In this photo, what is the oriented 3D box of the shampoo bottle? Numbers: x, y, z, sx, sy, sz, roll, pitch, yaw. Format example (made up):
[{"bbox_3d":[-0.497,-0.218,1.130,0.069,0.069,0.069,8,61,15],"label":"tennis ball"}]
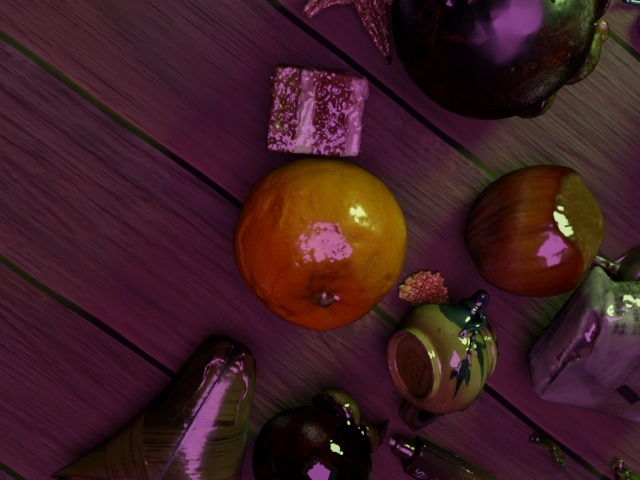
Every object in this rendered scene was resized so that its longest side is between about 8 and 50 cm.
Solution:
[{"bbox_3d":[0.191,0.371,1.828,0.236,0.067,0.068,30,106,-9],"label":"shampoo bottle"}]

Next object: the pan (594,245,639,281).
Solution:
[{"bbox_3d":[0.503,0.074,1.805,0.202,0.048,0.128,1,102,-4],"label":"pan"}]

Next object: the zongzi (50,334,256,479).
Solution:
[{"bbox_3d":[-0.261,0.280,1.743,0.300,0.138,0.286,8,98,-4],"label":"zongzi"}]

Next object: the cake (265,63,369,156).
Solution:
[{"bbox_3d":[-0.004,-0.195,1.671,0.147,0.134,0.135,7,102,1],"label":"cake"}]

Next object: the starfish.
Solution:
[{"bbox_3d":[0.083,-0.390,1.685,0.240,0.043,0.227,-36,110,-3],"label":"starfish"}]

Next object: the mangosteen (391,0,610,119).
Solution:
[{"bbox_3d":[0.255,-0.324,1.593,0.330,0.330,0.330,-1,101,-4],"label":"mangosteen"}]

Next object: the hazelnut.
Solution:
[{"bbox_3d":[0.335,-0.008,1.721,0.186,0.210,0.210,13,100,-30],"label":"hazelnut"}]

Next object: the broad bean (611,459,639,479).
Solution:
[{"bbox_3d":[0.594,0.457,1.887,0.254,0.046,0.065,30,84,-8],"label":"broad bean"}]

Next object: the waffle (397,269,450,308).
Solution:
[{"bbox_3d":[0.170,0.089,1.798,0.078,0.016,0.085,-31,102,2],"label":"waffle"}]

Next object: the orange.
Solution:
[{"bbox_3d":[0.000,0.000,1.647,0.261,0.261,0.261,-1,101,-4],"label":"orange"}]

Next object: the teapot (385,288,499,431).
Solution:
[{"bbox_3d":[0.207,0.191,1.761,0.182,0.173,0.269,-13,130,-33],"label":"teapot"}]

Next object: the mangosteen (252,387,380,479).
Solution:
[{"bbox_3d":[-0.007,0.346,1.751,0.210,0.210,0.210,-1,101,-4],"label":"mangosteen"}]

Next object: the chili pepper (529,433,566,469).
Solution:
[{"bbox_3d":[0.387,0.353,1.865,0.083,0.022,0.027,43,62,-10],"label":"chili pepper"}]

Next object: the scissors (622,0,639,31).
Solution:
[{"bbox_3d":[0.664,-0.395,1.735,0.393,0.032,0.180,-6,101,-2],"label":"scissors"}]

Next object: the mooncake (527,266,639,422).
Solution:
[{"bbox_3d":[0.475,0.159,1.745,0.254,0.136,0.250,14,129,-14],"label":"mooncake"}]
